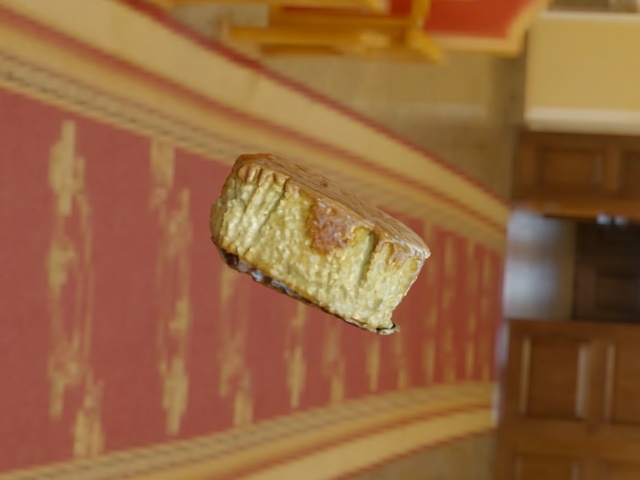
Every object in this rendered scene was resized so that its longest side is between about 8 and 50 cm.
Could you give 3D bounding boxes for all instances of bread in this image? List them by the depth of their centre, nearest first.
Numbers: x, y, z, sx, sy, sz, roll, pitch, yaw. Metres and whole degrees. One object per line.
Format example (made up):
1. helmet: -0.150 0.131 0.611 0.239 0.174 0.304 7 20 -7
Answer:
1. bread: 0.000 0.000 1.139 0.069 0.140 0.128 -63 178 6
